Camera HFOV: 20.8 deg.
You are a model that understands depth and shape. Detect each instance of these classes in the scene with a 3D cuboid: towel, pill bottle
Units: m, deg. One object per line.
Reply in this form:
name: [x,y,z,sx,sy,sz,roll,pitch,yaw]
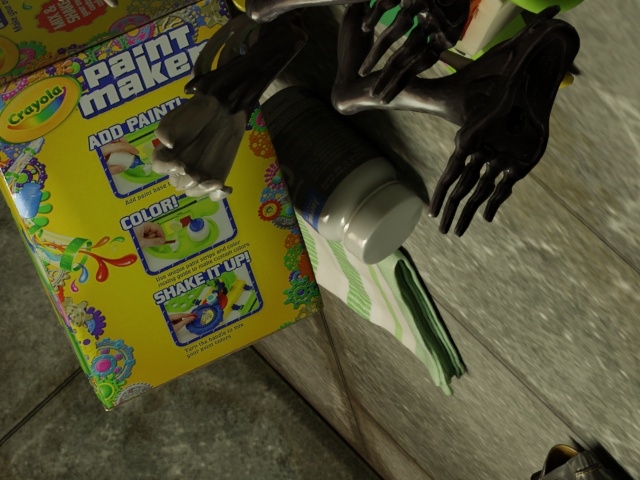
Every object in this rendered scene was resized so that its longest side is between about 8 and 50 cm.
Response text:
towel: [0.000,0.000,1.690,0.325,0.038,0.248,41,168,36]
pill bottle: [0.008,-0.049,1.323,0.137,0.078,0.078,43,170,24]

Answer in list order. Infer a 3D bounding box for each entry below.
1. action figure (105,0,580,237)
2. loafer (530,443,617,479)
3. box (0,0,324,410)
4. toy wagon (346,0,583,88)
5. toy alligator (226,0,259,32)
action figure: [-0.036,-0.104,0.695,0.275,0.141,0.164,32,165,46]
loafer: [0.222,0.207,1.531,0.170,0.062,0.061,163,87,-76]
box: [-0.158,-0.092,1.241,0.290,0.177,0.279,56,167,49]
toy wagon: [0.018,-0.175,0.788,0.267,0.068,0.344,37,166,49]
toy alligator: [-0.060,-0.202,1.090,0.190,0.051,0.056,59,177,-8]
